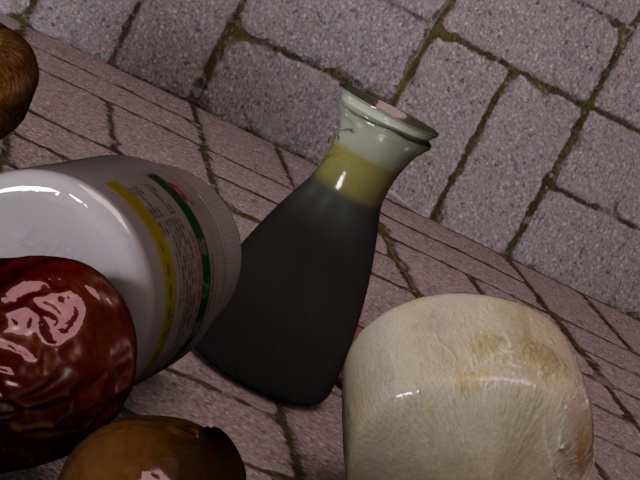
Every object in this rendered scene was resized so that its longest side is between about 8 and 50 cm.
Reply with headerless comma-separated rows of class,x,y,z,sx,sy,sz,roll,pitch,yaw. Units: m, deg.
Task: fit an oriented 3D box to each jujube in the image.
jujube,-0.242,0.096,1.313,0.168,0.168,0.236,34,30,25

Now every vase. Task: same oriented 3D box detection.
vase,0.000,0.000,1.899,0.173,0.321,0.173,27,12,-6

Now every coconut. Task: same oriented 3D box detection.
coconut,0.134,0.184,1.641,0.245,0.245,0.247,24,33,-18

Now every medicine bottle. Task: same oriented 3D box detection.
medicine bottle,-0.196,0.029,1.591,0.208,0.208,0.340,30,12,9

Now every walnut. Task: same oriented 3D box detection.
walnut,-0.121,0.188,1.287,0.137,0.137,0.245,29,11,4

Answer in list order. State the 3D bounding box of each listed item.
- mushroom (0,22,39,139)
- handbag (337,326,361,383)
mushroom,-0.488,-0.216,2.044,0.345,0.239,0.345,43,19,-19
handbag,0.111,0.166,2.093,0.157,0.059,0.212,36,15,33
